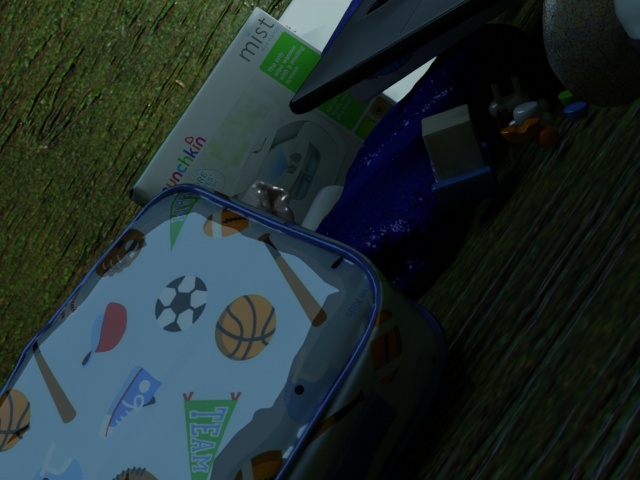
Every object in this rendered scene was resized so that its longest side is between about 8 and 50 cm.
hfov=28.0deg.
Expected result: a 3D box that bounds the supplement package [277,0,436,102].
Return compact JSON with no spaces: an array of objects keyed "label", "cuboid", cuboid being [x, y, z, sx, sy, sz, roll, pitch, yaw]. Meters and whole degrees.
[{"label":"supplement package","cuboid":[0.025,-0.247,1.755,0.199,0.198,0.263,-58,7,-22]}]

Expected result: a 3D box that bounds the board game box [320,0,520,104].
[{"label":"board game box","cuboid":[0.171,-0.295,1.183,0.318,0.066,0.318,-31,20,31]}]

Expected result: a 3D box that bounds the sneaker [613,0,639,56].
[{"label":"sneaker","cuboid":[0.201,-0.281,0.465,0.447,0.257,0.169,-52,8,32]}]

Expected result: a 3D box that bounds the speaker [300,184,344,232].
[{"label":"speaker","cuboid":[0.000,0.000,1.381,0.055,0.055,0.136,-50,9,40]}]

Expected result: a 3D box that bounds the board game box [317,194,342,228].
[{"label":"board game box","cuboid":[0.014,0.016,1.259,0.092,0.043,0.181,-51,8,41]}]

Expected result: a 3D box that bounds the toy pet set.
[{"label":"toy pet set","cuboid":[0.128,-0.062,0.873,0.114,0.065,0.122,-18,20,11]}]

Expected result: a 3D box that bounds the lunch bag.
[{"label":"lunch bag","cuboid":[-0.076,0.127,0.751,0.243,0.115,0.303,24,79,39]}]

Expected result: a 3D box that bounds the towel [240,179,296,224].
[{"label":"towel","cuboid":[-0.101,0.159,0.988,0.332,0.053,0.317,-54,27,23]}]

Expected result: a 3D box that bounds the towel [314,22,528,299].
[{"label":"towel","cuboid":[0.060,-0.040,1.072,0.227,0.076,0.308,-51,9,43]}]

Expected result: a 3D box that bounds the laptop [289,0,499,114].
[{"label":"laptop","cuboid":[0.112,-0.358,0.951,0.382,0.236,0.408,-26,24,43]}]

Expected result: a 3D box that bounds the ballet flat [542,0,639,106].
[{"label":"ballet flat","cuboid":[0.221,-0.209,0.661,0.316,0.107,0.106,-59,16,-12]}]

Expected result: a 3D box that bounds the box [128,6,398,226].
[{"label":"box","cuboid":[-0.060,-0.099,1.527,0.262,0.231,0.127,-56,7,-9]}]
